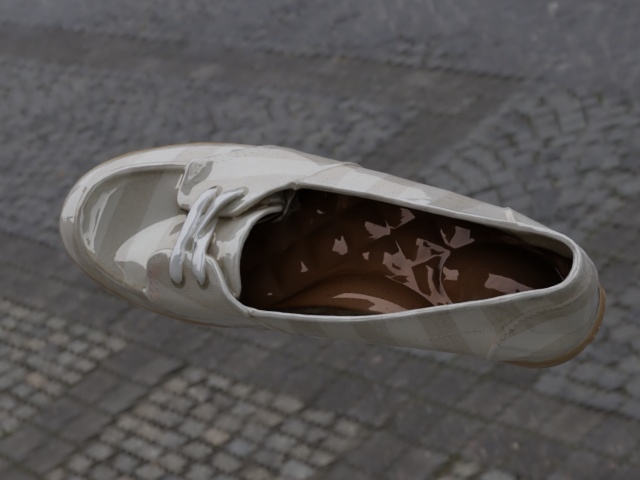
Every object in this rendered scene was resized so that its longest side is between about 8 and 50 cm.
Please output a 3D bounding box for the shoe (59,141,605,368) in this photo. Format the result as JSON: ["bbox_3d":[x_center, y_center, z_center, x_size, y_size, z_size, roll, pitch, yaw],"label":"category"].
[{"bbox_3d":[0.000,0.000,0.623,0.219,0.058,0.077,9,79,12],"label":"shoe"}]
